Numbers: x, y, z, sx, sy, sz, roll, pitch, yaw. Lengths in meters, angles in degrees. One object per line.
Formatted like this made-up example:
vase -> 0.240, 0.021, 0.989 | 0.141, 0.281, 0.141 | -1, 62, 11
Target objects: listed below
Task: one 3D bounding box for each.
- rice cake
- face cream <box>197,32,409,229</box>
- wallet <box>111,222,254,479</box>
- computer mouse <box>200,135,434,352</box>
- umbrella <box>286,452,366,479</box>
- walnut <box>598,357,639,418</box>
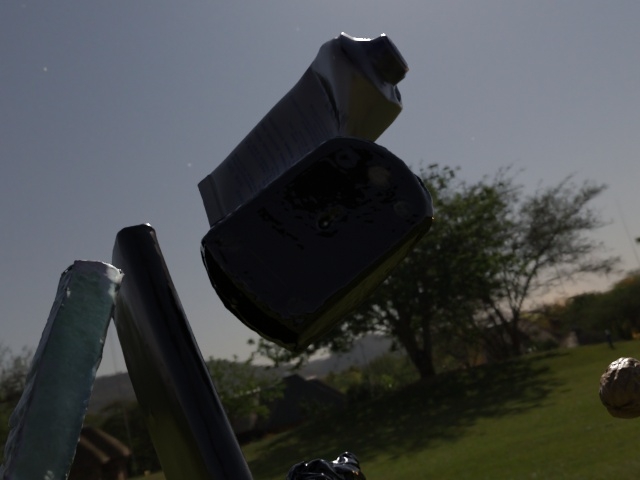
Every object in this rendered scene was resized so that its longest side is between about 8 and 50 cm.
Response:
rice cake -> -0.167, 0.086, 0.447 | 0.043, 0.210, 0.034 | 25, -59, -22
face cream -> -0.038, -0.147, 1.058 | 0.420, 0.234, 0.137 | -41, -43, 20
wallet -> -0.147, 0.198, 0.761 | 0.062, 0.406, 0.228 | -14, -32, -27
computer mouse -> 0.000, 0.000, 0.791 | 0.269, 0.170, 0.100 | -38, -19, -25
umbrella -> -0.015, 0.310, 0.836 | 0.080, 0.071, 0.224 | -27, -8, 16
walnut -> 0.468, 0.225, 1.049 | 0.083, 0.078, 0.096 | -12, 21, 49
